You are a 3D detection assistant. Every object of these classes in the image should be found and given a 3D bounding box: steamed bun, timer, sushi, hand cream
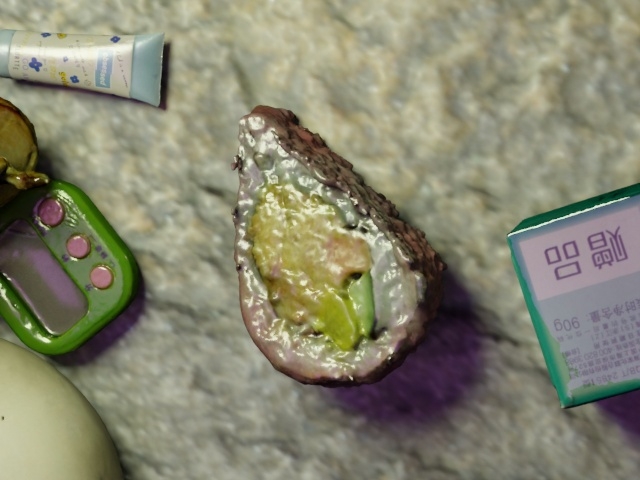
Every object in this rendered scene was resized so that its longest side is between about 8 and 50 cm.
[{"bbox_3d":[-0.327,0.238,1.527,0.324,0.206,0.324,3,100,14],"label":"steamed bun"},{"bbox_3d":[-0.234,0.023,1.551,0.128,0.047,0.140,-39,87,15],"label":"timer"},{"bbox_3d":[-0.010,0.016,1.459,0.241,0.107,0.161,43,106,14],"label":"sushi"},{"bbox_3d":[-0.218,-0.155,1.523,0.171,0.043,0.065,6,101,9],"label":"hand cream"}]

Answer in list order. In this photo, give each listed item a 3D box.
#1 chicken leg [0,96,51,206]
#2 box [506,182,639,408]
[{"bbox_3d":[-0.401,-0.008,1.501,0.361,0.211,0.140,-35,113,2],"label":"chicken leg"},{"bbox_3d":[0.286,0.025,1.389,0.245,0.092,0.153,-17,93,16],"label":"box"}]
